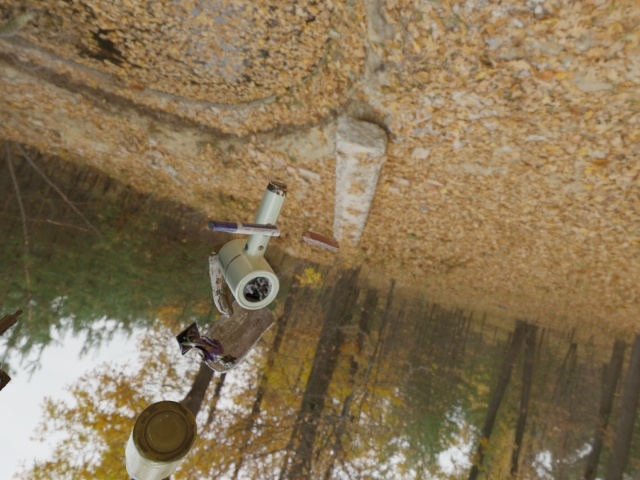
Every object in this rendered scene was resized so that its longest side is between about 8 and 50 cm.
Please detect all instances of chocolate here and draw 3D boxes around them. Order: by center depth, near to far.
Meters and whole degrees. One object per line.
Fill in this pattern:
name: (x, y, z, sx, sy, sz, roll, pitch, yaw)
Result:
chocolate: (-0.320, 0.364, 1.777, 0.185, 0.303, 0.100, 35, 165, 25)

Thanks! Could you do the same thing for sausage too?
sausage: (0.000, 0.000, 1.290, 0.030, 0.035, 0.147, -7, 162, 39)

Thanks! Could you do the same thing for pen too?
pen: (-0.148, -0.026, 0.933, 0.025, 0.025, 0.204, 11, -177, 31)

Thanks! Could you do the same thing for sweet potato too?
sweet potato: (-0.339, 0.138, 1.564, 0.075, 0.274, 0.075, -1, -165, 0)

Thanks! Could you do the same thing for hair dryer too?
hair dryer: (-0.882, 0.278, 1.263, 0.196, 0.077, 0.248, 58, -163, -19)
hair dryer: (-0.166, -0.013, 1.278, 0.128, 0.362, 0.203, 11, -159, -33)

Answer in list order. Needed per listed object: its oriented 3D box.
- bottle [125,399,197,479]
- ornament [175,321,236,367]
bottle: (-0.487, 0.613, 1.358, 0.171, 0.172, 0.351, 18, 137, -18)
ornament: (-0.341, 0.330, 1.374, 0.203, 0.081, 0.088, 22, 132, 35)
